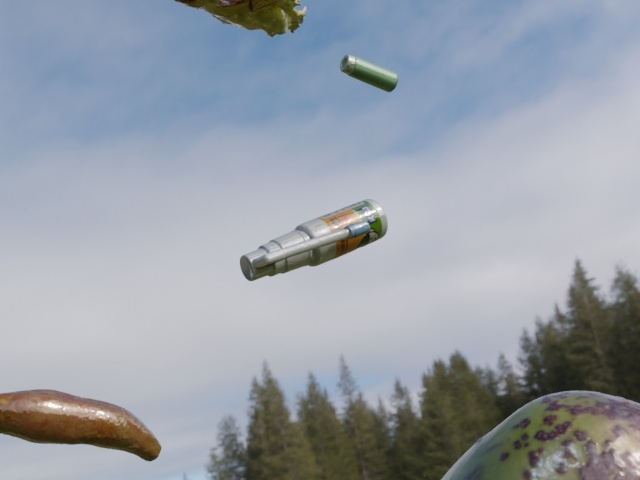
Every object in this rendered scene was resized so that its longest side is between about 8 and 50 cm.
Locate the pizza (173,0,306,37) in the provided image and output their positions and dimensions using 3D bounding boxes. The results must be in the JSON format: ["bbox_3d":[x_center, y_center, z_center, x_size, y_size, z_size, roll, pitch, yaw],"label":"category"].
[{"bbox_3d":[-0.096,-0.331,1.060,0.279,0.075,0.287,-16,-22,30],"label":"pizza"}]

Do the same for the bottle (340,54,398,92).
[{"bbox_3d":[0.068,-0.234,1.158,0.083,0.030,0.030,16,-27,-26],"label":"bottle"}]

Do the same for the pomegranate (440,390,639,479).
[{"bbox_3d":[0.176,0.217,0.516,0.214,0.214,0.248,-9,25,-6],"label":"pomegranate"}]

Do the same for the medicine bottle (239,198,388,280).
[{"bbox_3d":[0.000,0.000,1.103,0.220,0.061,0.092,-22,0,-32],"label":"medicine bottle"}]

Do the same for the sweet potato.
[{"bbox_3d":[-0.288,0.189,0.870,0.255,0.058,0.078,10,-44,-21],"label":"sweet potato"}]
